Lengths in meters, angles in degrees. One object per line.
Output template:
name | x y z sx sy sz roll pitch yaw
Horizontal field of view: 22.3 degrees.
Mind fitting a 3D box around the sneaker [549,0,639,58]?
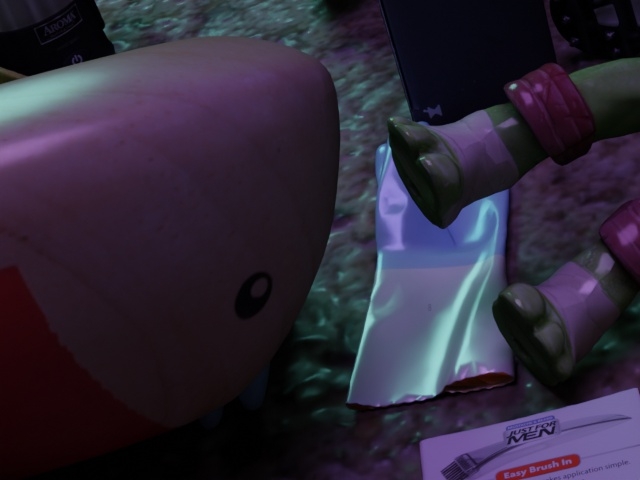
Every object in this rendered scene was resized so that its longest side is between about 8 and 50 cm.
sneaker | 0.250 -0.154 0.903 0.234 0.078 0.106 5 43 36

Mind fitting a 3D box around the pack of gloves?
pack of gloves | 0.000 0.000 0.845 0.195 0.046 0.232 -11 34 13

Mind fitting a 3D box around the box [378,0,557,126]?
box | 0.072 -0.174 0.956 0.093 0.156 0.158 -15 34 6

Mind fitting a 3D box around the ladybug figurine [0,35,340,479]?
ladybug figurine | -0.194 0.030 0.752 0.449 0.162 0.305 -14 6 20

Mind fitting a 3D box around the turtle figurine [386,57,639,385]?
turtle figurine | 0.179 -0.065 0.699 0.266 0.198 0.274 -33 26 -7

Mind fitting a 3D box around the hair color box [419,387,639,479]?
hair color box | 0.091 0.135 0.594 0.093 0.053 0.167 -15 35 10

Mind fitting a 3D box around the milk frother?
milk frother | -0.216 -0.190 1.151 0.143 0.135 0.129 9 42 37

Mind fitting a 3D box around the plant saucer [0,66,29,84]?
plant saucer | -0.293 -0.055 1.080 0.188 0.045 0.188 -39 37 -26
